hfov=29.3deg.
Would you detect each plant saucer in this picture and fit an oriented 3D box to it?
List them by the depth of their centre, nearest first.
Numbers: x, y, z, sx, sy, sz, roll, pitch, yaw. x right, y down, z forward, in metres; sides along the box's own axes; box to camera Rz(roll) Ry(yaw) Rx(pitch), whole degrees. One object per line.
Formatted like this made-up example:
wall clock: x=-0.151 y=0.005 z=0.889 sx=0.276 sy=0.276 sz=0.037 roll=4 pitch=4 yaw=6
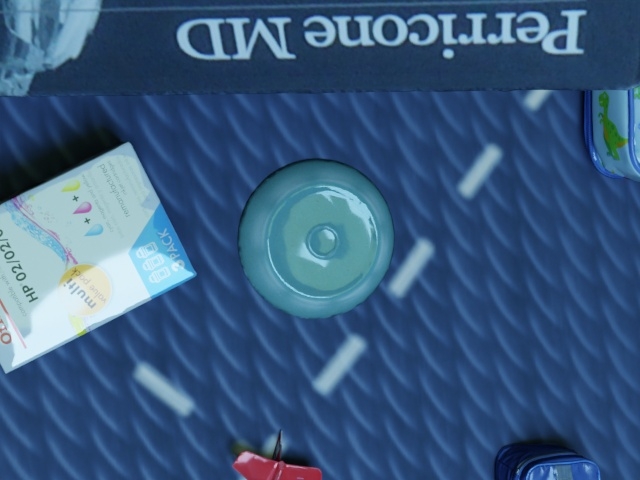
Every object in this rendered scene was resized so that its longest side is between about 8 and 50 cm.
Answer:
plant saucer: x=0.000 y=0.000 z=0.899 sx=0.119 sy=0.021 sz=0.119 roll=-1 pitch=95 yaw=-13

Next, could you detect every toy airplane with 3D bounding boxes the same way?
toy airplane: x=-0.045 y=0.216 z=0.903 sx=0.151 sy=0.028 sz=0.151 roll=-2 pitch=96 yaw=-15

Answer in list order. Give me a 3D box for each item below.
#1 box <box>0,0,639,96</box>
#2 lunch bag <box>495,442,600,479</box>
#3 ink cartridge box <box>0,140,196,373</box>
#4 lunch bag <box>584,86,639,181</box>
box: x=-0.112 y=-0.320 z=0.441 sx=0.480 sy=0.297 sz=0.471 roll=0 pitch=136 yaw=7
lunch bag: x=0.174 y=0.208 z=0.936 sx=0.067 sy=0.065 sz=0.098 roll=-2 pitch=95 yaw=-13
ink cartridge box: x=-0.190 y=0.018 z=0.834 sx=0.181 sy=0.061 sz=0.104 roll=-28 pitch=100 yaw=-9
lunch bag: x=0.312 y=-0.132 z=0.927 sx=0.219 sy=0.090 sz=0.176 roll=-5 pitch=97 yaw=-13
